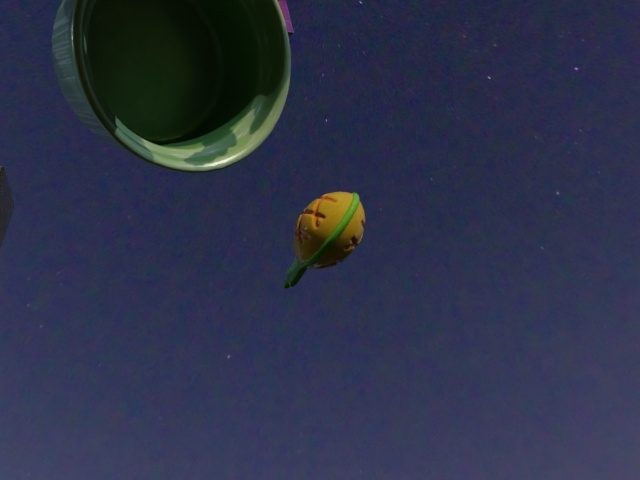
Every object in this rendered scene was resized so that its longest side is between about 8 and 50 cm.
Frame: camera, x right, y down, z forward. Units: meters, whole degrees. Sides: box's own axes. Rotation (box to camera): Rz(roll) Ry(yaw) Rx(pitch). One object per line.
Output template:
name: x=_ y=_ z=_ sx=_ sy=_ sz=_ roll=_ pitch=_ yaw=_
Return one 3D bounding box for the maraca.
maraca: x=0.000 y=0.000 z=0.907 sx=0.099 sy=0.127 sz=0.185 roll=37 pitch=-70 yaw=-8

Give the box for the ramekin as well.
ramekin: x=-0.203 y=-0.247 z=0.789 sx=0.303 sy=0.148 sz=0.303 roll=-10 pitch=-74 yaw=-39

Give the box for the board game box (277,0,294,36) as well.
board game box: x=-0.221 y=-0.429 z=0.938 sx=0.347 sy=0.056 sz=0.208 roll=-9 pitch=-95 yaw=-34

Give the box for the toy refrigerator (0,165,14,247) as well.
toy refrigerator: x=-0.439 y=0.034 z=0.652 sx=0.102 sy=0.269 sz=0.094 roll=8 pitch=-35 yaw=-13
